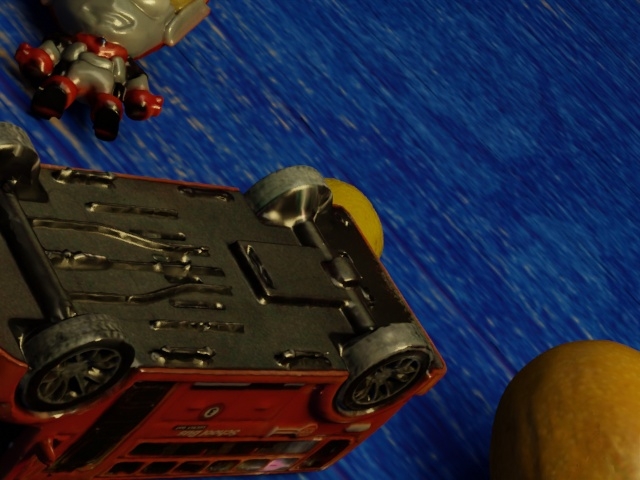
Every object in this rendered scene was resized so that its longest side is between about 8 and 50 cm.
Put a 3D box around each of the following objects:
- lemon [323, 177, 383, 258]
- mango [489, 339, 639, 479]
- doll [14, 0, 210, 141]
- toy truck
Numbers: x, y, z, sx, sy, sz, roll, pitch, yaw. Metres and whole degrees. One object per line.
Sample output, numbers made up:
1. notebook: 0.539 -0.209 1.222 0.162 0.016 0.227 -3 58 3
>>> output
1. lemon: 0.000 0.000 0.957 0.062 0.062 0.083 41 26 1
2. mango: 0.163 0.161 0.885 0.157 0.109 0.262 17 41 -51
3. doll: -0.108 -0.115 0.999 0.109 0.057 0.169 17 49 -7
4. toy truck: -0.070 0.036 0.778 0.253 0.114 0.107 5 46 -48
